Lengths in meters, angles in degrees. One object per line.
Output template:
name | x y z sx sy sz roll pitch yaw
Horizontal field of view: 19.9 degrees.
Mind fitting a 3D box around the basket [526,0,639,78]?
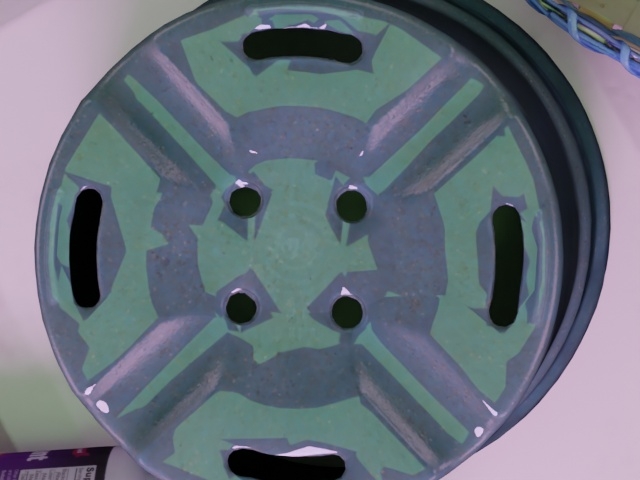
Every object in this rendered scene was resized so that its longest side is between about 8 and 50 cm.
basket | 0.220 -0.181 1.008 0.255 0.289 0.201 30 95 1

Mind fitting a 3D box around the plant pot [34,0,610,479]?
plant pot | 0.000 0.000 1.015 0.341 0.334 0.341 0 93 5

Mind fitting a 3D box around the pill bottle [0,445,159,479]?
pill bottle | -0.158 0.185 1.150 0.193 0.108 0.108 -4 93 4
